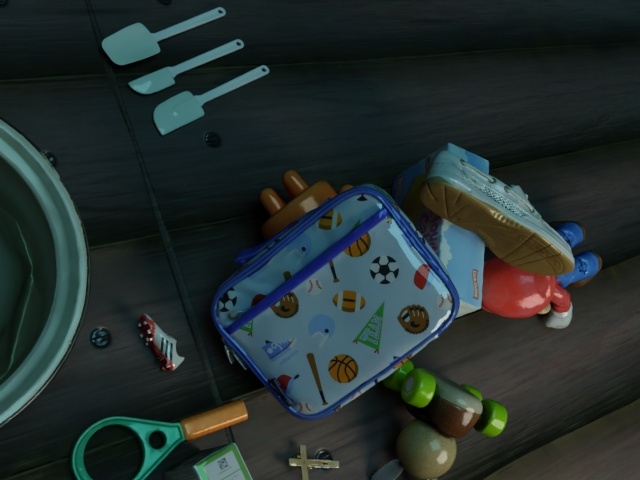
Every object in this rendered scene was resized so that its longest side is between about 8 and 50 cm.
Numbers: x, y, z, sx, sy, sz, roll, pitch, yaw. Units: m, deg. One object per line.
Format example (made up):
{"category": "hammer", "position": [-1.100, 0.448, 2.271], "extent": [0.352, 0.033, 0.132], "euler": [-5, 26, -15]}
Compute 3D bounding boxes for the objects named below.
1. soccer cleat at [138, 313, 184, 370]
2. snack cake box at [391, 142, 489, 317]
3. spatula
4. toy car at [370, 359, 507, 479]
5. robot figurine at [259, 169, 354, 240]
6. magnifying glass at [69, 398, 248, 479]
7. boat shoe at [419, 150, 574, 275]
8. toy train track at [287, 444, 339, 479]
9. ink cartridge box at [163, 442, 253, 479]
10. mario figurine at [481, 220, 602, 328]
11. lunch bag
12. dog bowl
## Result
{"category": "soccer cleat", "position": [-0.209, 0.131, 0.960], "extent": [0.035, 0.029, 0.083], "euler": [-30, 91, -45]}
{"category": "snack cake box", "position": [0.182, -0.004, 1.174], "extent": [0.089, 0.152, 0.264], "euler": [22, 60, -23]}
{"category": "spatula", "position": [-0.200, -0.280, 1.138], "extent": [0.242, 0.019, 0.168], "euler": [-37, 91, -36]}
{"category": "toy car", "position": [0.152, 0.290, 1.077], "extent": [0.155, 0.149, 0.188], "euler": [25, 88, -16]}
{"category": "robot figurine", "position": [-0.002, 0.001, 1.078], "extent": [0.219, 0.128, 0.158], "euler": [51, 50, -2]}
{"category": "magnifying glass", "position": [-0.197, 0.248, 0.919], "extent": [0.231, 0.026, 0.092], "euler": [-12, 77, -35]}
{"category": "boat shoe", "position": [0.277, -0.044, 1.094], "extent": [0.277, 0.098, 0.096], "euler": [33, 58, -18]}
{"category": "toy train track", "position": [-0.011, 0.310, 1.014], "extent": [0.083, 0.014, 0.048], "euler": [14, 57, -32]}
{"category": "ink cartridge box", "position": [-0.102, 0.354, 0.880], "extent": [0.062, 0.109, 0.209], "euler": [-24, 84, -35]}
{"category": "mario figurine", "position": [0.363, 0.058, 1.305], "extent": [0.198, 0.170, 0.320], "euler": [37, 34, 31]}
{"category": "lunch bag", "position": [0.010, 0.079, 0.971], "extent": [0.243, 0.303, 0.115], "euler": [52, 10, -5]}
{"category": "dog bowl", "position": [-0.463, 0.041, 0.766], "extent": [0.408, 0.150, 0.408], "euler": [12, 65, -26]}
